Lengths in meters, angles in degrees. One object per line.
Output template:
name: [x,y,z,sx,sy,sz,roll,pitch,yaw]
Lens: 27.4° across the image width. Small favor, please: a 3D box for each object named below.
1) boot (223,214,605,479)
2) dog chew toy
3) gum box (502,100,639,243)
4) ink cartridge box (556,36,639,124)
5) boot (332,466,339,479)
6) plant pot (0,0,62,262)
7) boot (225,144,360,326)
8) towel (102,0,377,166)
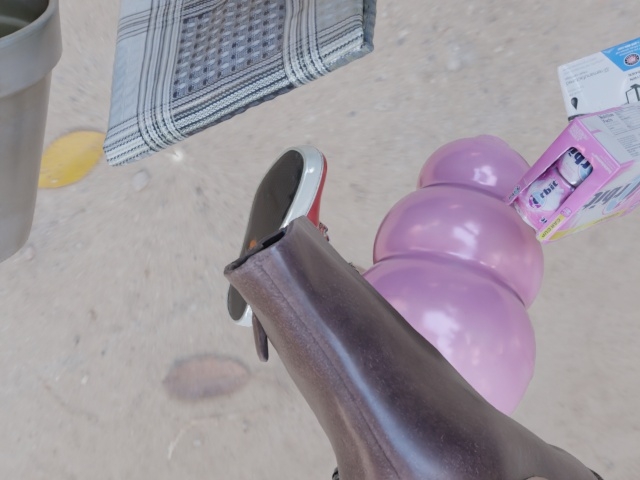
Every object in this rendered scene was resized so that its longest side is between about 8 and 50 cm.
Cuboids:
boot: [0.050,0.073,0.614,0.090,0.248,0.207,-34,89,9]
dog chew toy: [0.134,0.037,1.343,0.206,0.206,0.332,22,64,-7]
gum box: [0.260,-0.066,1.215,0.062,0.188,0.107,51,126,18]
ink cartridge box: [0.447,-0.176,1.932,0.148,0.086,0.203,-18,68,23]
boot: [0.039,0.342,1.597,0.045,0.099,0.121,-20,112,19]
plant pot: [-0.432,-0.121,1.450,0.323,0.323,0.280,-7,119,-6]
boot: [0.000,0.000,1.616,0.176,0.088,0.244,6,118,-30]
towel: [-0.083,-0.250,1.353,0.312,0.324,0.056,-22,133,24]
